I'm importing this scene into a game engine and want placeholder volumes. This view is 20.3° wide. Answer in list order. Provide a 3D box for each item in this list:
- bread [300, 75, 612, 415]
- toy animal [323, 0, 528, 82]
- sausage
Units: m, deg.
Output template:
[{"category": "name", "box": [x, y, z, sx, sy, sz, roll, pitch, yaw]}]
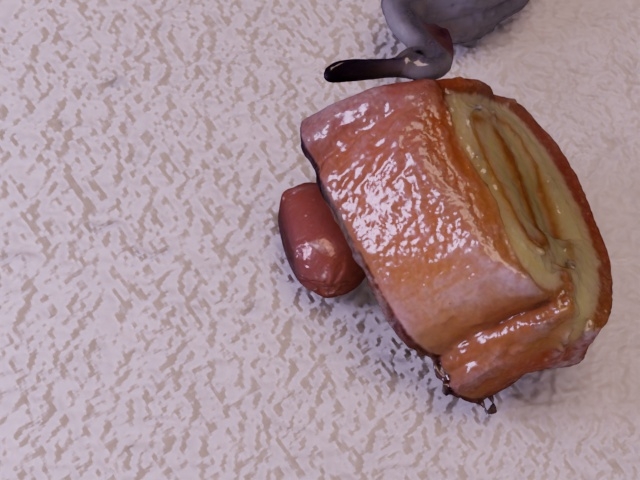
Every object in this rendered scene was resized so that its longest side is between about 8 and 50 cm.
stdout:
[{"category": "bread", "box": [0.112, -0.004, 1.305, 0.190, 0.123, 0.244, 0, 61, -54]}, {"category": "toy animal", "box": [0.104, -0.210, 1.491, 0.195, 0.090, 0.324, 7, 44, -3]}, {"category": "sausage", "box": [-0.001, 0.000, 1.326, 0.054, 0.059, 0.094, -7, 56, -17]}]
